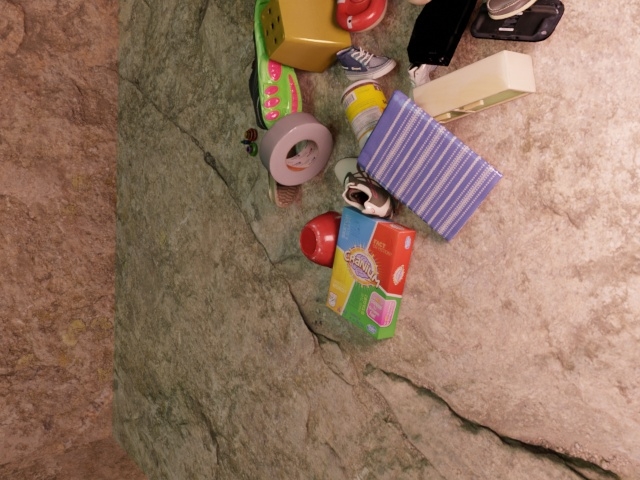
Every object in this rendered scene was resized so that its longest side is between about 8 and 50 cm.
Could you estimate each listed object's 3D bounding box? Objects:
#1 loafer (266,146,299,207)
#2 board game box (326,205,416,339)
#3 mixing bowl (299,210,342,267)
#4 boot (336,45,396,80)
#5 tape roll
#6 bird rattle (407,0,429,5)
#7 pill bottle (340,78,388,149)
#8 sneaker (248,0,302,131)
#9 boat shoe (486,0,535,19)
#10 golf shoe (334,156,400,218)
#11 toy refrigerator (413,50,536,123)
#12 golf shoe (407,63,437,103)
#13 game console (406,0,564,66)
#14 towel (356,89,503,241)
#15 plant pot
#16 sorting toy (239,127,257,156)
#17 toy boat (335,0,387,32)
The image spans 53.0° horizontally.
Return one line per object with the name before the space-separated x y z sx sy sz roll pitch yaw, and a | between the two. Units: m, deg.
loafer | -0.133 -0.235 2.121 0.092 0.102 0.269 -14 73 53
board game box | 0.136 0.085 1.829 0.242 0.064 0.317 28 114 47
mixing bowl | 0.000 0.000 1.968 0.181 0.098 0.182 5 97 52
boot | 0.120 -0.494 1.768 0.190 0.069 0.086 5 140 52
tape roll | -0.072 -0.274 1.936 0.072 0.219 0.219 50 130 37
bird rattle | 0.240 -0.668 1.545 0.253 0.143 0.207 -19 64 48
pill bottle | 0.141 -0.321 1.743 0.117 0.117 0.215 -41 62 45
sneaker | -0.160 -0.577 2.047 0.202 0.185 0.483 -2 83 60
boat shoe | 0.441 -0.547 1.335 0.223 0.073 0.080 -24 60 30
golf shoe | 0.106 -0.158 1.804 0.273 0.120 0.105 44 128 42
toy refrigerator | 0.350 -0.344 1.490 0.269 0.102 0.094 -11 85 51
golf shoe | 0.244 -0.413 1.633 0.069 0.086 0.176 34 120 43
game console | 0.364 -0.489 1.455 0.361 0.044 0.213 22 86 44
towel | 0.256 -0.182 1.580 0.336 0.040 0.243 43 134 14
plant pot | -0.056 -0.625 1.872 0.212 0.187 0.212 -19 80 63
sorting toy | -0.259 -0.353 2.308 0.061 0.042 0.102 9 100 51
toy boat | 0.094 -0.681 1.721 0.151 0.151 0.231 7 94 36
